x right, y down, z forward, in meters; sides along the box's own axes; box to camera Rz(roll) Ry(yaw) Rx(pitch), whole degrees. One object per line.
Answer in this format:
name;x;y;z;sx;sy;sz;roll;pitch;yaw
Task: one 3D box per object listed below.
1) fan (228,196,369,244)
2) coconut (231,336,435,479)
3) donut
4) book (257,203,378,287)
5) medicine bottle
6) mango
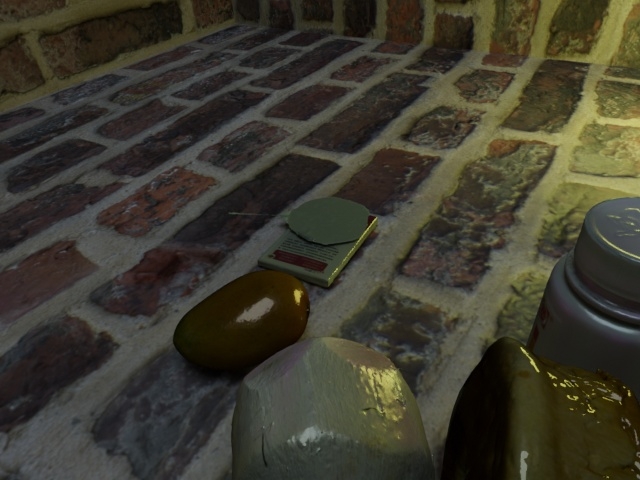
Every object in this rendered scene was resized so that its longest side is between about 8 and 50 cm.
fan;-0.050;-0.049;1.027;0.311;0.010;0.182;4;37;9
coconut;0.009;0.223;0.542;0.227;0.226;0.230;-4;38;0
donut;0.181;0.263;0.422;0.160;0.329;0.330;18;42;9
book;0.000;0.000;0.983;0.162;0.022;0.232;14;42;26
medicine bottle;0.370;0.100;0.603;0.170;0.292;0.170;-4;39;3
mango;-0.120;0.131;0.752;0.221;0.120;0.151;-27;40;-17
